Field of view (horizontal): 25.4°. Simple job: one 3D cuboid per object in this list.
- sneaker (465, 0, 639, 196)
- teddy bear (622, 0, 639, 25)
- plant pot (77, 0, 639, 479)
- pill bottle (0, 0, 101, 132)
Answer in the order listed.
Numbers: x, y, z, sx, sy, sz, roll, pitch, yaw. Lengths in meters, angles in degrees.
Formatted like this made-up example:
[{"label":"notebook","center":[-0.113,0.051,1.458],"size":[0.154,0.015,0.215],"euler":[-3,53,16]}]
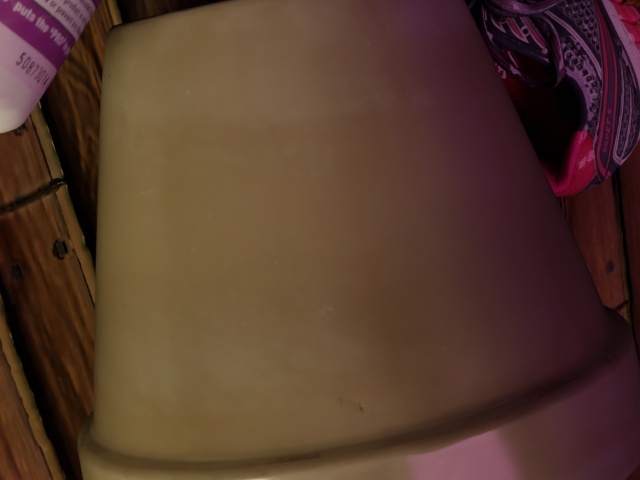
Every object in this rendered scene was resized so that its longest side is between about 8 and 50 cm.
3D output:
[{"label":"sneaker","center":[0.108,-0.167,0.847],"size":[0.299,0.121,0.112],"euler":[57,43,-11]},{"label":"teddy bear","center":[0.235,-0.285,0.935],"size":[0.245,0.113,0.338],"euler":[-57,137,-58]},{"label":"plant pot","center":[0.000,0.000,0.794],"size":[0.323,0.323,0.280],"euler":[-19,101,-32]},{"label":"pill bottle","center":[-0.137,-0.216,0.661],"size":[0.169,0.169,0.301],"euler":[35,85,-41]}]
